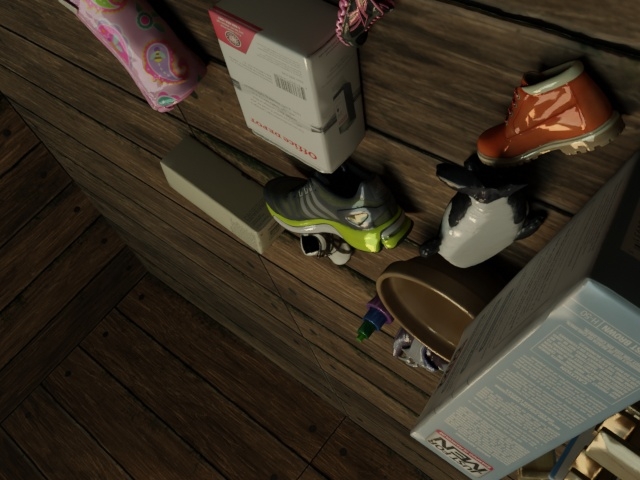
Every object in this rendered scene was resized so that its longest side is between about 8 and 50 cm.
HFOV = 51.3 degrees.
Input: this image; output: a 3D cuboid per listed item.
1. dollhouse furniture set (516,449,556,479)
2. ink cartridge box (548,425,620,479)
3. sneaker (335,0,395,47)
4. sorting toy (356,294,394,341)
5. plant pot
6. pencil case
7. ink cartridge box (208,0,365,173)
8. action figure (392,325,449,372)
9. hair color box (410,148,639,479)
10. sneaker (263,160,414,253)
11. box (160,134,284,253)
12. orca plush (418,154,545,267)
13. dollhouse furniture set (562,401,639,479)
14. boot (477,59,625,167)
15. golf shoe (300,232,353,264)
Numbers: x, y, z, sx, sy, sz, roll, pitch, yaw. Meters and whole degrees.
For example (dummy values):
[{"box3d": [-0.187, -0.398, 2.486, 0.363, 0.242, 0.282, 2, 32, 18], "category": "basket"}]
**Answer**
[{"box3d": [0.446, 0.368, 1.194, 0.183, 0.129, 0.129, -1, 156, 11], "category": "dollhouse furniture set"}, {"box3d": [0.484, 0.355, 0.919, 0.197, 0.198, 0.270, 16, 148, 50], "category": "ink cartridge box"}, {"box3d": [0.049, -0.242, 0.696, 0.057, 0.047, 0.119, 24, 159, 12], "category": "sneaker"}, {"box3d": [0.218, 0.244, 1.304, 0.365, 0.126, 0.127, 31, 159, 25], "category": "sorting toy"}, {"box3d": [0.210, 0.093, 1.010, 0.237, 0.110, 0.237, 37, 161, 14], "category": "plant pot"}, {"box3d": [-0.307, -0.338, 1.048, 0.284, 0.124, 0.124, 49, 160, -24], "category": "pencil case"}, {"box3d": [-0.033, -0.206, 0.850, 0.158, 0.092, 0.218, 33, 158, 24], "category": "ink cartridge box"}, {"box3d": [0.261, 0.231, 1.141, 0.185, 0.099, 0.285, 4, -166, -43], "category": "action figure"}, {"box3d": [0.241, 0.103, 0.693, 0.113, 0.185, 0.374, 34, 143, 6], "category": "hair color box"}, {"box3d": [0.012, -0.077, 1.059, 0.300, 0.111, 0.121, 14, 137, 43], "category": "sneaker"}, {"box3d": [-0.202, -0.098, 1.410, 0.275, 0.094, 0.113, 36, 160, 15], "category": "box"}, {"box3d": [0.170, -0.050, 0.779, 0.287, 0.151, 0.102, 28, -136, -65], "category": "orca plush"}, {"box3d": [0.407, 0.194, 0.709, 0.161, 0.212, 0.242, 34, 133, 24], "category": "dollhouse furniture set"}, {"box3d": [0.203, -0.122, 0.643, 0.084, 0.059, 0.158, 51, 151, -17], "category": "boot"}, {"box3d": [0.000, 0.000, 1.238, 0.077, 0.094, 0.198, 27, 158, 32], "category": "golf shoe"}]
